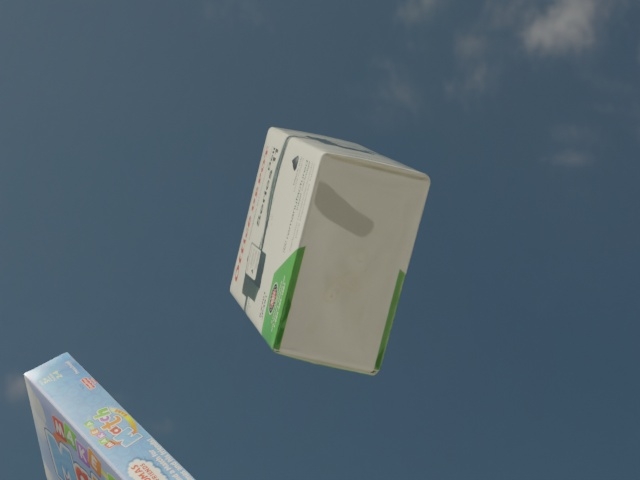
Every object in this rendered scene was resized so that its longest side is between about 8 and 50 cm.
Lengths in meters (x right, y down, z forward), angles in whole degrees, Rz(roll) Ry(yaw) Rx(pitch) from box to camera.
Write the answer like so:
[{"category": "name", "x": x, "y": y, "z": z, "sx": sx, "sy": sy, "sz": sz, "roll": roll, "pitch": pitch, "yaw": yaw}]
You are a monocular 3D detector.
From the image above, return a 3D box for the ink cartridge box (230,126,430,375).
[{"category": "ink cartridge box", "x": 0.000, "y": 0.000, "z": 1.081, "sx": 0.086, "sy": 0.208, "sz": 0.153, "roll": 12, "pitch": -84, "yaw": -14}]

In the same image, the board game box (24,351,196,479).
[{"category": "board game box", "x": -0.123, "y": 0.198, "z": 0.903, "sx": 0.039, "sy": 0.160, "sz": 0.211, "roll": -25, "pitch": -50, "yaw": -29}]
